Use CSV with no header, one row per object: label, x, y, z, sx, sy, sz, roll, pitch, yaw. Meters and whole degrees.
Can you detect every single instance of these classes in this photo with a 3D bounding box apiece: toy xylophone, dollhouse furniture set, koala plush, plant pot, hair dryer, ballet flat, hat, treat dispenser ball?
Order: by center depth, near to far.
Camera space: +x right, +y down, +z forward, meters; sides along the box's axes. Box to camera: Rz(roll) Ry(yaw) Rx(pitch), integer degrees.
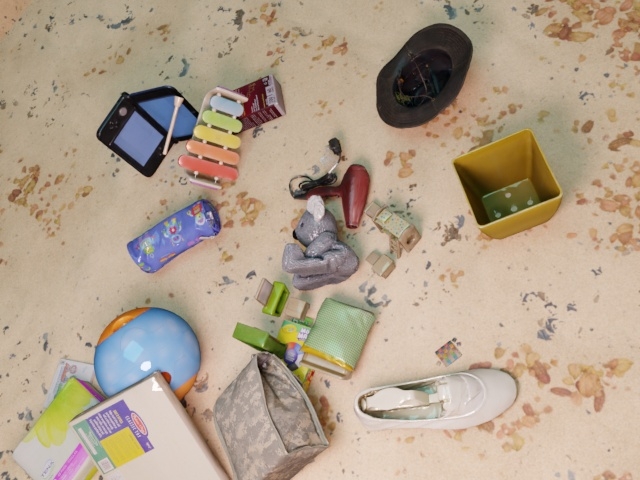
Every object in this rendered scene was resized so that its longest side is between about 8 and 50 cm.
ballet flat,0.263,0.383,1.635,0.400,0.139,0.139,-13,63,17
plant pot,0.480,-0.119,1.736,0.212,0.187,0.212,-22,60,12
dollhouse furniture set,-0.038,0.219,1.765,0.301,0.151,0.197,15,73,25
dollhouse furniture set,0.150,-0.015,1.881,0.182,0.101,0.161,39,86,32
treat dispenser ball,-0.475,0.328,1.885,0.288,0.288,0.288,-9,64,19
koala plush,0.000,0.000,1.901,0.203,0.196,0.221,-9,63,7
hat,0.323,-0.452,1.988,0.331,0.134,0.331,-19,59,36
hair dryer,0.047,-0.143,2.018,0.223,0.080,0.293,-47,51,16
toy xylophone,-0.359,-0.326,2.141,0.081,0.236,0.323,25,107,56

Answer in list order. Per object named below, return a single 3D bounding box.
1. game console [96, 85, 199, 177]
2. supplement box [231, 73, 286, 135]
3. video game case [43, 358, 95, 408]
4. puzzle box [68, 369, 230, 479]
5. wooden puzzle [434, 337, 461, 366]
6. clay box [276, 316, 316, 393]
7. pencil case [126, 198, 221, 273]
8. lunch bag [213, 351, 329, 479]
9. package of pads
game console,-0.525,-0.345,2.209,0.173,0.293,0.250,25,79,31
supplement box,-0.243,-0.442,2.262,0.239,0.073,0.130,-19,61,15
video game case,-0.775,0.453,2.114,0.143,0.019,0.157,5,69,25
puzzle box,-0.423,0.565,1.754,0.272,0.052,0.409,-29,98,9
wooden puzzle,0.323,0.287,1.725,0.083,0.006,0.049,-38,58,3
clay box,-0.069,0.311,1.855,0.127,0.053,0.222,14,74,27
pencil case,-0.449,-0.009,2.127,0.306,0.119,0.133,-30,67,8
lunch bag,-0.141,0.450,1.715,0.235,0.169,0.287,-50,53,33
package of pads,-0.723,0.574,1.978,0.229,0.101,0.296,32,82,24
